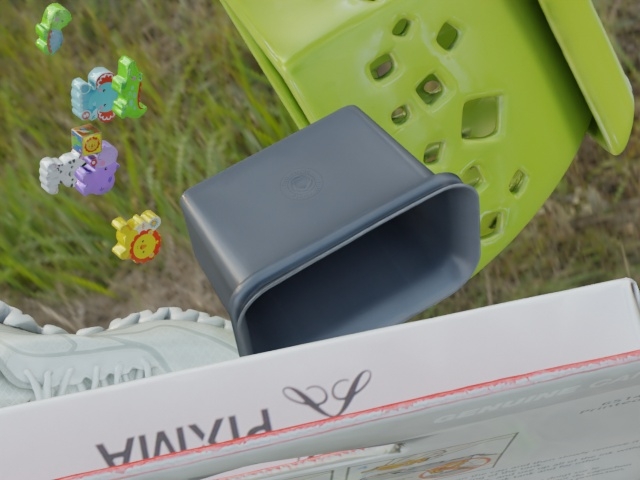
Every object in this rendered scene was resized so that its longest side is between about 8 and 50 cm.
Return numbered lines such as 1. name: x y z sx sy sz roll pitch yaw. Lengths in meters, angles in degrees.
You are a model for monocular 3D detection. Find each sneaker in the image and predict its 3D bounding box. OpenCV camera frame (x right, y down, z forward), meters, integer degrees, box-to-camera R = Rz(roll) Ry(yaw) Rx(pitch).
1. sneaker: -0.173 0.105 1.079 0.292 0.118 0.110 3 100 7

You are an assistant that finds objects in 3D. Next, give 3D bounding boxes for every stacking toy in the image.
1. stacking toy: -0.216 -0.107 1.472 0.052 0.221 0.167 -19 38 -32

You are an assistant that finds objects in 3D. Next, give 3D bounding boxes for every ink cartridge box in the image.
1. ink cartridge box: -0.026 0.071 0.505 0.296 0.261 0.066 -12 69 -6

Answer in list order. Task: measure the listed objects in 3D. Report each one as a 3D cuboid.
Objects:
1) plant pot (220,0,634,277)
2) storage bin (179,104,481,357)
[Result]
1. plant pot: 0.075 -0.132 1.059 0.207 0.228 0.227 -33 34 1
2. storage bin: 0.000 0.000 0.755 0.135 0.098 0.091 -28 54 -14
